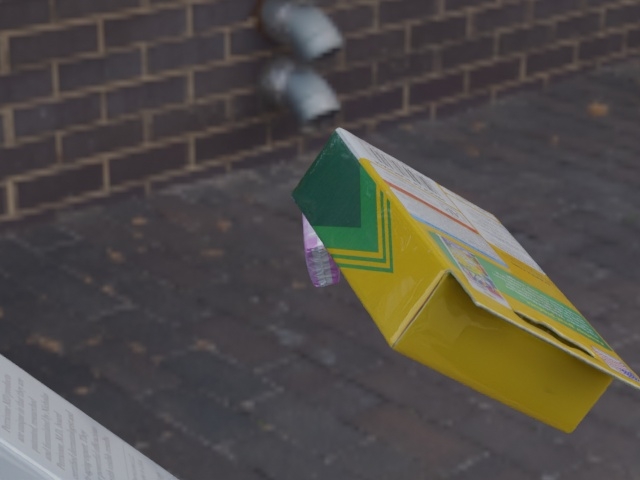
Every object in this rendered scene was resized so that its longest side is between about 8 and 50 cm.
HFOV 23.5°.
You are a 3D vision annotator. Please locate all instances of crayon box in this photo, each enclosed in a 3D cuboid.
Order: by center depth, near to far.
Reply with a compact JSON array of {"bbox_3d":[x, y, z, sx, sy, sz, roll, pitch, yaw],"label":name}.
[{"bbox_3d":[0.118,0.041,1.298,0.203,0.083,0.323,28,15,-30],"label":"crayon box"}]

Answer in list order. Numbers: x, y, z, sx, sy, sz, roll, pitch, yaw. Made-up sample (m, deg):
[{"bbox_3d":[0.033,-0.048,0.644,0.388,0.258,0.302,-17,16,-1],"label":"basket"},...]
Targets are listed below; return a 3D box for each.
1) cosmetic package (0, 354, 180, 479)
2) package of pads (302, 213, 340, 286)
[{"bbox_3d":[-0.307,0.175,1.058,0.453,0.230,0.161,38,6,-19],"label":"cosmetic package"},{"bbox_3d":[0.000,0.000,1.495,0.032,0.050,0.083,-7,39,1],"label":"package of pads"}]
